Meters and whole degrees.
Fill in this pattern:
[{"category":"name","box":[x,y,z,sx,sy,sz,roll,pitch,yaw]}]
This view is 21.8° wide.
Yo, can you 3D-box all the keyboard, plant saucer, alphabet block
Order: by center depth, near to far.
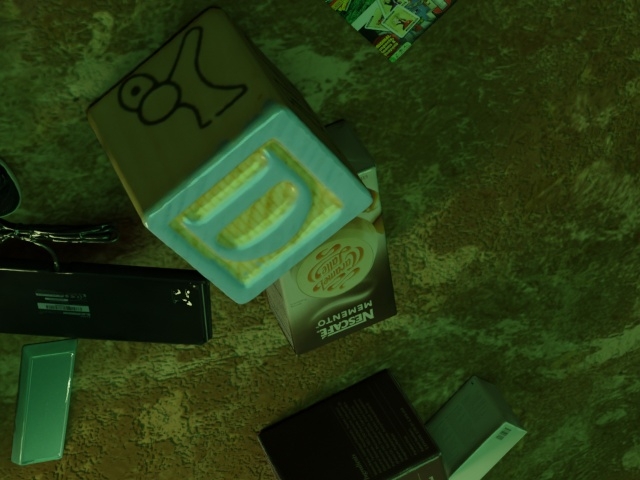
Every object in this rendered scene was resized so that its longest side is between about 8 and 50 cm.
[{"category":"alphabet block","box":[-0.097,-0.088,1.737,0.192,0.197,0.193,-37,136,6]},{"category":"keyboard","box":[-0.276,0.037,1.766,0.317,0.033,0.201,3,140,2]},{"category":"plant saucer","box":[-0.330,0.198,1.989,0.067,0.018,0.192,-7,130,-25]}]

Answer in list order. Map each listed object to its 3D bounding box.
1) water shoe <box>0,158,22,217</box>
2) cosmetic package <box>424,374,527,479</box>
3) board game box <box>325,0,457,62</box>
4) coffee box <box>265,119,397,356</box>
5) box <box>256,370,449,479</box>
[{"category":"water shoe","box":[-0.374,-0.067,1.681,0.073,0.080,0.203,-39,136,7]},{"category":"cosmetic package","box":[0.172,0.309,2.317,0.239,0.099,0.060,-47,137,16]},{"category":"board game box","box":[0.129,-0.318,1.783,0.260,0.030,0.136,-44,133,11]},{"category":"coffee box","box":[0.000,0.000,1.940,0.141,0.098,0.246,-22,136,-11]},{"category":"box","box":[0.053,0.316,2.203,0.203,0.167,0.168,-25,137,-7]}]
